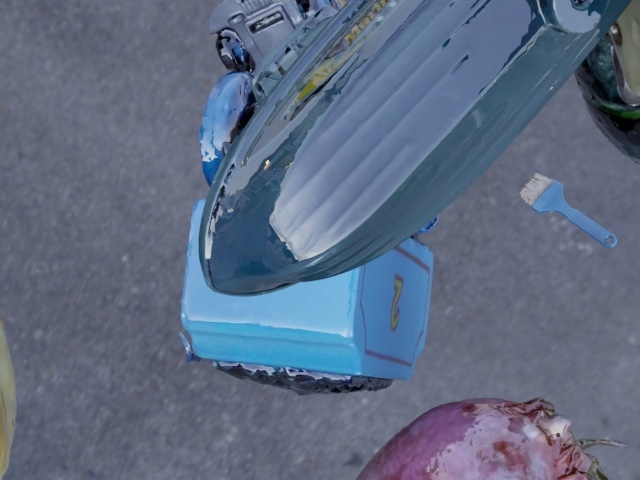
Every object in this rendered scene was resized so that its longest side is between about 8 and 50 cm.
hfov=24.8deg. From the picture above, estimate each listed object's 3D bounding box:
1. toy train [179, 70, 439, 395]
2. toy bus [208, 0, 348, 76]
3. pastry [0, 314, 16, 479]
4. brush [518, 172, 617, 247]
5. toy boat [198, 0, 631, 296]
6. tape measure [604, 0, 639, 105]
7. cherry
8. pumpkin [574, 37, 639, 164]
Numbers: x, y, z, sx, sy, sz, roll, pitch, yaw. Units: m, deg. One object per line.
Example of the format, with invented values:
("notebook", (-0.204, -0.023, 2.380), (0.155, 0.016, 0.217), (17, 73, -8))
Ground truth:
("toy train", (0.000, 0.000, 1.238), (0.188, 0.300, 0.265), (5, 85, 16))
("toy bus", (-0.009, -0.183, 1.475), (0.209, 0.126, 0.136), (59, 24, -19))
("pastry", (-0.436, 0.133, 1.175), (0.388, 0.313, 0.388), (49, 23, -30))
("brush", (0.334, -0.036, 1.948), (0.164, 0.051, 0.014), (41, 0, 37))
("toy boat", (0.042, -0.083, 0.774), (0.296, 0.122, 0.114), (-46, 127, -8))
("tape measure", (0.203, -0.206, 0.811), (0.133, 0.271, 0.231), (-21, 89, -8))
("cherry", (0.118, 0.222, 1.174), (0.192, 0.250, 0.175), (23, 53, -63))
("pumpkin", (0.358, -0.176, 1.166), (0.315, 0.315, 0.238), (9, 25, -21))
